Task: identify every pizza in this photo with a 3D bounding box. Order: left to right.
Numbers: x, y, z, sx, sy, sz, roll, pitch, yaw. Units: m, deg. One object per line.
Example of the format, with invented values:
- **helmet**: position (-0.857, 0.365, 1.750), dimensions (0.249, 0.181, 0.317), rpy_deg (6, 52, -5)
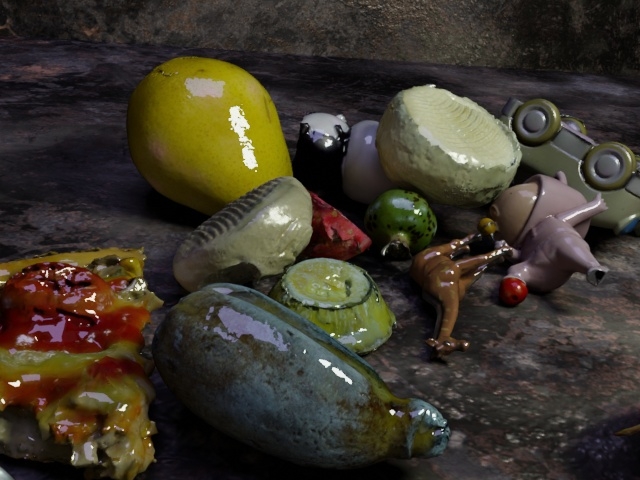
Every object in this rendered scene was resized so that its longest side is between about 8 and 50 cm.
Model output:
- **pizza**: position (-0.296, 0.115, 0.773), dimensions (0.406, 0.130, 0.439), rpy_deg (23, 31, 36)

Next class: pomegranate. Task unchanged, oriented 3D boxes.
- **pomegranate**: position (0.130, -0.016, 1.155), dimensions (0.122, 0.122, 0.161), rpy_deg (9, 39, 7)

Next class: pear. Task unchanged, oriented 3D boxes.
- **pear**: position (-0.198, -0.166, 1.255), dimensions (0.284, 0.285, 0.337), rpy_deg (-8, 69, -26)

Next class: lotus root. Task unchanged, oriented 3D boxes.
- **lotus root**: position (-0.027, 0.160, 0.730), dimensions (0.322, 0.140, 0.158), rpy_deg (29, 5, 6)

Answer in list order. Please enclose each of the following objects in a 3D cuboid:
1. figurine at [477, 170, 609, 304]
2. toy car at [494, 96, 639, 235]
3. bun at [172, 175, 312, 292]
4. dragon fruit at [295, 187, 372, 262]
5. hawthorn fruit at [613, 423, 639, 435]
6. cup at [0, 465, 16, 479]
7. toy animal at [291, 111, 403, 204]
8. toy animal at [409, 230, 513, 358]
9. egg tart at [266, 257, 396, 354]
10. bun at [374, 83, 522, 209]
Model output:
- **figurine**: position (0.359, -0.014, 1.143), dimensions (0.186, 0.176, 0.287), rpy_deg (25, 38, -7)
- **toy car**: position (0.474, -0.114, 1.353), dimensions (0.336, 0.226, 0.242), rpy_deg (42, 22, 27)
- **bun**: position (-0.100, 0.003, 1.016), dimensions (0.237, 0.116, 0.210), rpy_deg (-44, 18, -25)
- **dragon fruit**: position (0.000, 0.000, 1.130), dimensions (0.153, 0.111, 0.153), rpy_deg (39, 3, -2)
- **hawthorn fruit**: position (0.471, 0.166, 0.712), dimensions (0.261, 0.258, 0.258), rpy_deg (23, 13, -35)
- **cup**: position (-0.313, 0.260, 0.422), dimensions (0.196, 0.196, 0.280), rpy_deg (11, 35, 11)
- **toy animal**: position (0.061, -0.157, 1.361), dimensions (0.235, 0.165, 0.187), rpy_deg (7, 23, 2)
- **toy animal**: position (0.194, 0.074, 1.021), dimensions (0.229, 0.066, 0.224), rpy_deg (-29, 29, -23)
- **egg tart**: position (0.008, 0.087, 0.951), dimensions (0.197, 0.078, 0.197), rpy_deg (4, 28, -2)
- **bun**: position (0.213, -0.148, 1.225), dimensions (0.259, 0.152, 0.259), rpy_deg (18, 41, -16)
